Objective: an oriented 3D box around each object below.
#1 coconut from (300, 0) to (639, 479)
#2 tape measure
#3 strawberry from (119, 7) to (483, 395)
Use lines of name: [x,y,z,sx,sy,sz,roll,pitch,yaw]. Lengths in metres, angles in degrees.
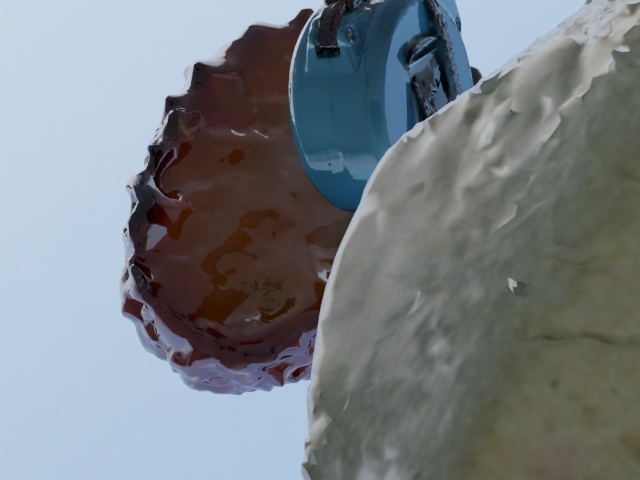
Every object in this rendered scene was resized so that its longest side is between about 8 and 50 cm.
coconut: [0.150,0.050,0.525,0.298,0.309,0.297,-1,-94,7]
tape measure: [0.034,-0.081,1.015,0.081,0.146,0.125,-3,-159,29]
strawberry: [0.000,0.000,1.140,0.265,0.149,0.336,39,-135,15]
